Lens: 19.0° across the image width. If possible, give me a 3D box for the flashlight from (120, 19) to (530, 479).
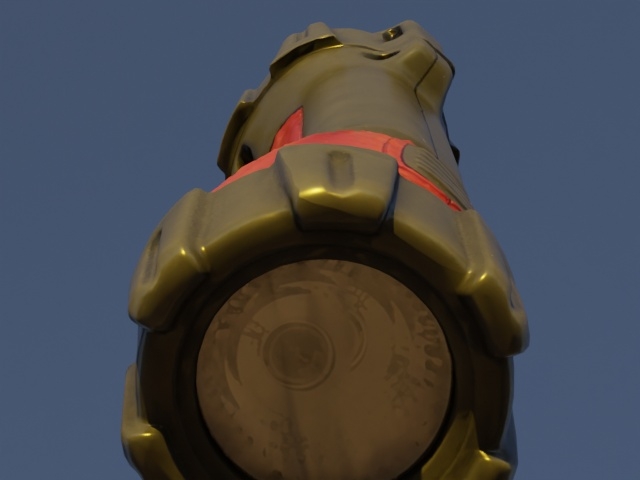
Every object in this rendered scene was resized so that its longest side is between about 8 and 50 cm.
[{"bbox_3d":[0.000,0.000,0.583,0.103,0.304,0.103,0,-77,-2],"label":"flashlight"}]
